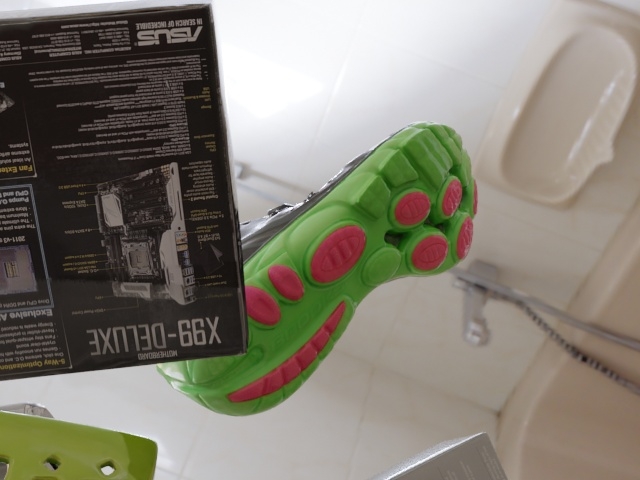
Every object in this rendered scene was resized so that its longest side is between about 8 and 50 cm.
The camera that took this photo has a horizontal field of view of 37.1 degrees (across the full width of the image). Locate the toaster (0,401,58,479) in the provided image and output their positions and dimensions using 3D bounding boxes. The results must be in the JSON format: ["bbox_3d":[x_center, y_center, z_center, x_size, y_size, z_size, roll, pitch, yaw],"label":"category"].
[{"bbox_3d":[-0.462,0.337,1.429,0.227,0.146,0.129,77,-177,-47],"label":"toaster"}]

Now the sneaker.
[{"bbox_3d":[0.000,0.000,1.055,0.482,0.202,0.185,-33,-63,-35],"label":"sneaker"}]

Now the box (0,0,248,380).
[{"bbox_3d":[-0.210,-0.029,0.642,0.076,0.307,0.242,-108,12,-70],"label":"box"}]

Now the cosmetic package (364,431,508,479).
[{"bbox_3d":[0.078,0.294,0.942,0.127,0.238,0.107,68,158,9],"label":"cosmetic package"}]

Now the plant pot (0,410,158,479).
[{"bbox_3d":[-0.274,0.302,0.822,0.207,0.228,0.227,-103,27,-64],"label":"plant pot"}]
